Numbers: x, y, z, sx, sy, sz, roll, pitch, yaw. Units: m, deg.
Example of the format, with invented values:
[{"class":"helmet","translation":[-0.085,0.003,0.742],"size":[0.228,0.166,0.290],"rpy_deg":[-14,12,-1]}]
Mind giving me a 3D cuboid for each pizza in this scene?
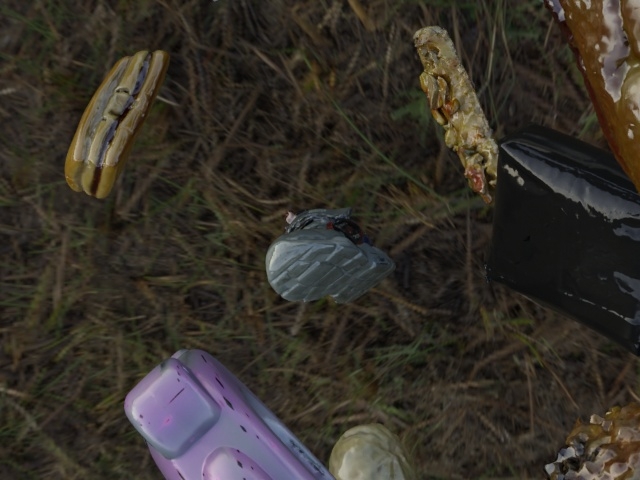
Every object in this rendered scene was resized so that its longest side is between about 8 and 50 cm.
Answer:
[{"class":"pizza","translation":[0.223,-0.156,1.687],"size":[0.074,0.251,0.287],"rpy_deg":[-23,71,12]}]

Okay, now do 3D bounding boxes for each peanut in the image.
[{"class":"peanut","translation":[0.069,0.364,1.476],"size":[0.124,0.123,0.256],"rpy_deg":[2,101,9]}]

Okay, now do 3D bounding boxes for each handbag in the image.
[{"class":"handbag","translation":[0.290,0.004,1.281],"size":[0.247,0.080,0.223],"rpy_deg":[30,133,35]}]

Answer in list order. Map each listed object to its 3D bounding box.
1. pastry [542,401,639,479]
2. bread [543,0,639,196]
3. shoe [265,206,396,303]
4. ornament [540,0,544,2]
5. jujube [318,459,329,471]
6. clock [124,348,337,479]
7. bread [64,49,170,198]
[{"class":"pastry","translation":[0.441,0.360,1.260],"size":[0.405,0.292,0.337],"rpy_deg":[3,65,-9]},{"class":"bread","translation":[0.140,-0.158,0.518],"size":[0.124,0.084,0.344],"rpy_deg":[-24,87,34]},{"class":"shoe","translation":[0.000,0.000,1.343],"size":[0.099,0.227,0.125],"rpy_deg":[-36,67,19]},{"class":"ornament","translation":[0.209,-0.330,1.177],"size":[0.285,0.120,0.130],"rpy_deg":[25,71,-1]},{"class":"jujube","translation":[-0.040,0.483,1.710],"size":[0.226,0.226,0.317],"rpy_deg":[31,118,8]},{"class":"clock","translation":[-0.044,0.191,0.870],"size":[0.090,0.227,0.248],"rpy_deg":[-43,90,-4]},{"class":"bread","translation":[-0.260,-0.155,1.464],"size":[0.077,0.116,0.200],"rpy_deg":[22,65,-2]}]
